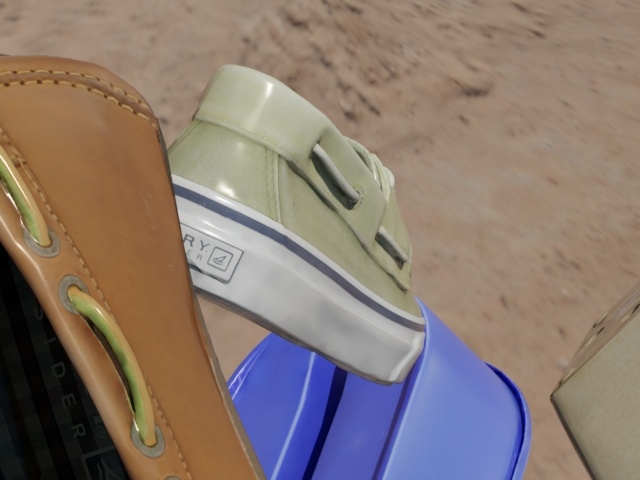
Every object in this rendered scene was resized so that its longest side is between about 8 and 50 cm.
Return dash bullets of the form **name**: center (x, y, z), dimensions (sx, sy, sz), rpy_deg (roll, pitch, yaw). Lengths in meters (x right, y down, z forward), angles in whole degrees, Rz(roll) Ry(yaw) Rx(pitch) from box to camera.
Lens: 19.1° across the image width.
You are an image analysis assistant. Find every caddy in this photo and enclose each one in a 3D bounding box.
- **caddy**: center (0.029, 0.208, 1.469), dimensions (0.241, 0.341, 0.179), rpy_deg (-16, 129, 39)

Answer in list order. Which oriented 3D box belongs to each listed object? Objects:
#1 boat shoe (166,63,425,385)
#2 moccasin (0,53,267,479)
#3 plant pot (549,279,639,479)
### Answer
- **boat shoe**: center (0.000, 0.000, 0.867), dimensions (0.109, 0.302, 0.094), rpy_deg (28, 88, 14)
- **moccasin**: center (-0.079, 0.118, 0.642), dimensions (0.139, 0.147, 0.380), rpy_deg (-15, 85, 33)
- **plant pot**: center (0.137, 0.049, 0.611), dimensions (0.096, 0.109, 0.109), rpy_deg (43, 115, 2)
